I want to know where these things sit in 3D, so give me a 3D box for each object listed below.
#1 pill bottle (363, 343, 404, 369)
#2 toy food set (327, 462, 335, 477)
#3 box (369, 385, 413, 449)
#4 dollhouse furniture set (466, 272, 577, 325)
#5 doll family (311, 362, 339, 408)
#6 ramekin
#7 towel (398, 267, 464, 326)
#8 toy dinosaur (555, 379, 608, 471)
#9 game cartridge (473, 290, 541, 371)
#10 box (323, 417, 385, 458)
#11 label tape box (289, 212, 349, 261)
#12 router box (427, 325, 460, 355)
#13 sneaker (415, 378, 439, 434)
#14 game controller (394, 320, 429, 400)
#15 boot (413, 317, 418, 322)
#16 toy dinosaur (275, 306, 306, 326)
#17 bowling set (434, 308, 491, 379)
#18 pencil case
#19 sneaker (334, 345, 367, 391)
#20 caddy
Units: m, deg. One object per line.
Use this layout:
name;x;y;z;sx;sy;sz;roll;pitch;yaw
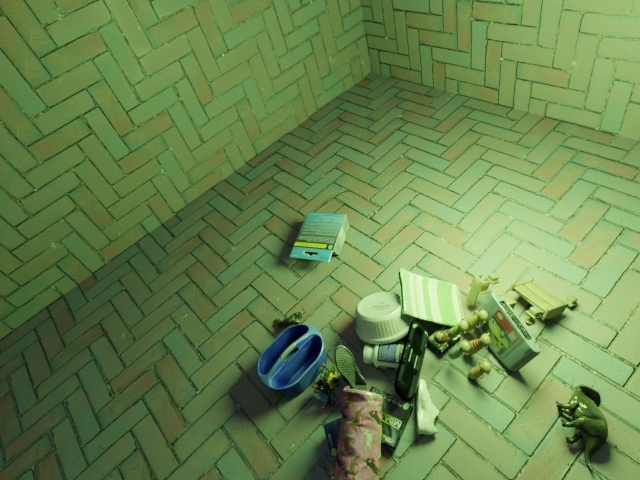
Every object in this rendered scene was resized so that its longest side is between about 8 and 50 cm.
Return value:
pill bottle;0.289;0.510;1.849;0.186;0.112;0.112;1;49;20
toy food set;0.078;0.917;1.615;0.077;0.019;0.122;-20;38;0
box;0.257;0.722;1.712;0.190;0.045;0.184;16;55;31
dollhouse furniture set;0.900;0.277;1.899;0.355;0.174;0.303;-9;35;-26
doll family;0.032;0.641;1.837;0.076;0.111;0.193;-20;37;57
ramekin;0.284;0.344;1.926;0.272;0.127;0.273;-14;21;5
towel;0.512;0.267;1.925;0.324;0.038;0.248;17;47;-16
toy dinosaur;0.949;0.641;1.498;0.160;0.121;0.314;-16;40;23
game cartridge;0.762;0.382;1.741;0.060;0.196;0.294;-10;51;-21
box;0.130;0.770;1.672;0.225;0.036;0.137;-24;56;11
label tape box;0.000;0.000;2.419;0.248;0.115;0.348;4;53;23
router box;0.551;0.442;1.872;0.122;0.038;0.092;-35;48;-15
sneaker;0.434;0.672;1.688;0.094;0.080;0.213;3;56;6
game controller;0.384;0.504;1.765;0.067;0.166;0.320;-6;50;42
boot;0.409;0.429;1.927;0.084;0.059;0.158;-10;42;22
toy dinosaur;-0.130;0.390;2.091;0.118;0.064;0.268;-36;6;-32
bowling set;0.594;0.420;1.737;0.199;0.154;0.287;12;54;-13
pencil case;0.139;0.755;1.561;0.167;0.160;0.387;18;64;-18
sneaker;0.115;0.542;1.813;0.086;0.227;0.163;-27;6;-5
caddy;-0.127;0.543;1.916;0.241;0.179;0.341;30;64;38
